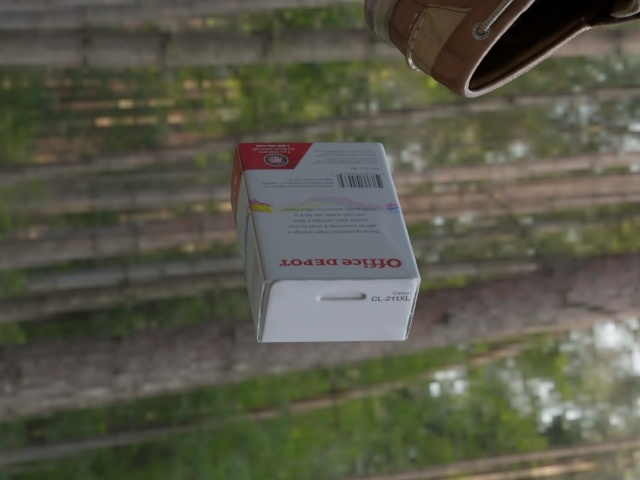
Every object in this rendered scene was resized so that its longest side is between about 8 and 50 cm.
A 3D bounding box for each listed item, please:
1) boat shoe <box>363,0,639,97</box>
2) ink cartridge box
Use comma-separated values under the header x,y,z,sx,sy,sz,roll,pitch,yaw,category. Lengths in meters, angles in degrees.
x,y,z,sx,sy,sz,roll,pitch,yaw,category
0.187,-0.192,1.243,0.116,0.324,0.123,53,-8,29,boat shoe
0.000,0.000,1.581,0.175,0.127,0.072,-102,-163,-47,ink cartridge box
